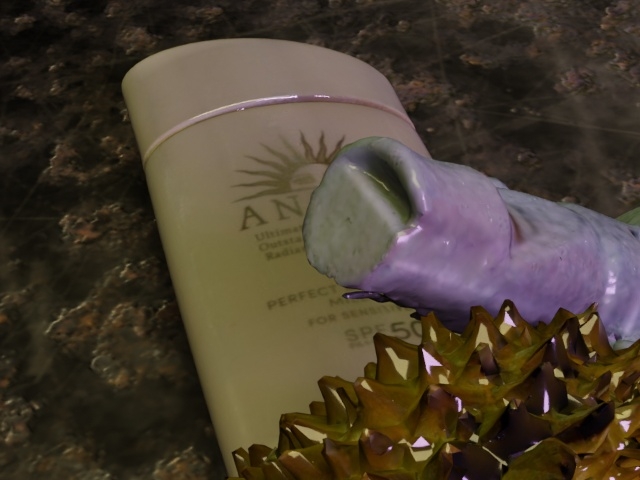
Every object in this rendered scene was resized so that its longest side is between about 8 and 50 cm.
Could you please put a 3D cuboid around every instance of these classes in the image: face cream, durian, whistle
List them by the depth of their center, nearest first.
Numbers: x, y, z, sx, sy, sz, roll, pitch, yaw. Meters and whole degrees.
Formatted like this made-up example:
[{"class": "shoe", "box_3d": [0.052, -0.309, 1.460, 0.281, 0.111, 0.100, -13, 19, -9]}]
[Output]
[{"class": "durian", "box_3d": [0.047, 0.167, 0.484, 0.258, 0.258, 0.293, 17, 57, 22]}, {"class": "whistle", "box_3d": [0.134, 0.032, 0.637, 0.346, 0.134, 0.142, 17, 52, -41]}, {"class": "face cream", "box_3d": [0.000, 0.000, 0.795, 0.174, 0.081, 0.348, -6, 40, -14]}]
